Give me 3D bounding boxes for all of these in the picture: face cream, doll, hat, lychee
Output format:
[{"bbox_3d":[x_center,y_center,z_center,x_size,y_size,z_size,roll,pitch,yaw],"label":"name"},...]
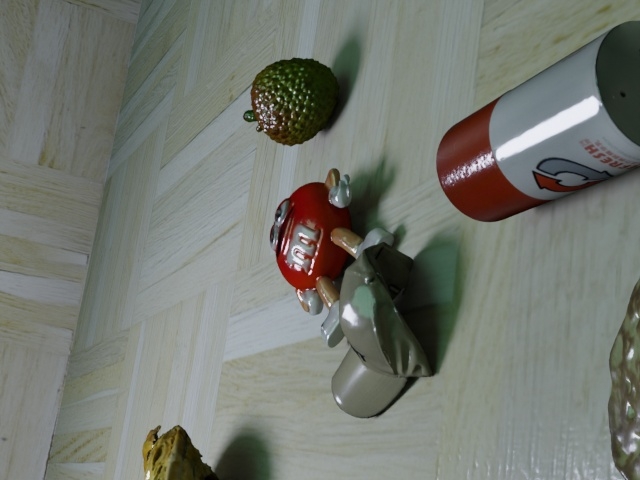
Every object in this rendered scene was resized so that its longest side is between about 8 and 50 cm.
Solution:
[{"bbox_3d":[0.182,-0.082,0.789,0.214,0.095,0.096,152,128,-63],"label":"face cream"},{"bbox_3d":[0.000,0.000,1.207,0.183,0.085,0.217,-67,32,24],"label":"doll"},{"bbox_3d":[0.041,0.102,1.035,0.175,0.085,0.147,-58,29,36],"label":"hat"},{"bbox_3d":[-0.040,-0.186,1.376,0.146,0.114,0.114,-28,47,30],"label":"lychee"}]

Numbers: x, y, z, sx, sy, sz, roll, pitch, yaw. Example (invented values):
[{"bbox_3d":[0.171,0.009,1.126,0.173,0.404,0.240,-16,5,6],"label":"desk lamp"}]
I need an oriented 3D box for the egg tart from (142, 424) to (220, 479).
[{"bbox_3d":[-0.176,0.391,1.357,0.297,0.132,0.297,-176,90,-80],"label":"egg tart"}]

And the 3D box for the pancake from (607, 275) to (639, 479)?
[{"bbox_3d":[0.250,0.064,0.622,0.235,0.029,0.212,127,150,-44],"label":"pancake"}]
